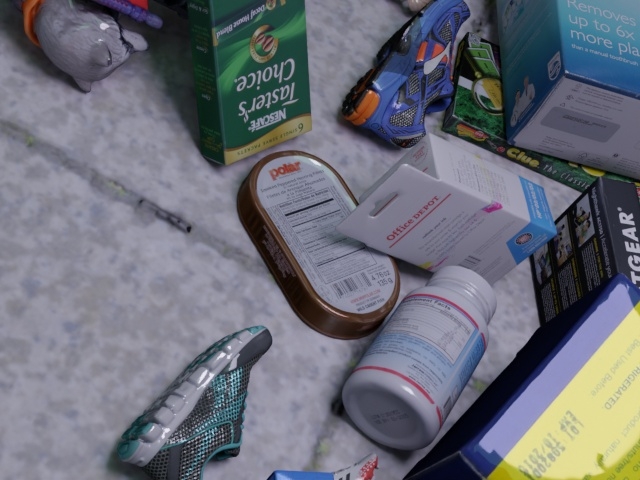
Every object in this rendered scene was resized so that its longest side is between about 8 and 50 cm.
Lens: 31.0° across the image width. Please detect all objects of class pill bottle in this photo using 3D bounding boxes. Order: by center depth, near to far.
[{"bbox_3d":[0.091,0.096,0.993,0.087,0.087,0.160,38,51,1],"label":"pill bottle"}]

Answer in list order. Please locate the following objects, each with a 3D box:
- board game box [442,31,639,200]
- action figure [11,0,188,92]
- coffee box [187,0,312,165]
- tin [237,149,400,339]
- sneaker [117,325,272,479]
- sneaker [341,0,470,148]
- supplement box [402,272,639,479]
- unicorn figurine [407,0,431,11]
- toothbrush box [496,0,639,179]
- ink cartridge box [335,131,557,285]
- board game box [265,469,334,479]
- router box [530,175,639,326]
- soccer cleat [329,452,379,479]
[{"bbox_3d":[0.261,-0.123,1.257,0.259,0.030,0.136,22,54,-11],"label":"board game box"},{"bbox_3d":[-0.198,-0.284,1.101,0.341,0.178,0.330,28,51,-45],"label":"action figure"},{"bbox_3d":[-0.062,-0.170,1.045,0.113,0.184,0.040,-25,36,-37],"label":"coffee box"},{"bbox_3d":[0.000,0.000,1.048,0.106,0.040,0.190,-19,68,-38],"label":"tin"},{"bbox_3d":[-0.085,0.135,0.912,0.076,0.065,0.166,50,54,-9],"label":"sneaker"},{"bbox_3d":[0.102,-0.173,1.192,0.087,0.083,0.221,43,56,-12],"label":"sneaker"},{"bbox_3d":[0.269,0.234,0.890,0.356,0.195,0.194,44,71,7],"label":"supplement box"},{"bbox_3d":[0.066,-0.312,1.266,0.162,0.060,0.111,37,47,4],"label":"unicorn figurine"},{"bbox_3d":[0.314,-0.226,1.251,0.216,0.126,0.296,14,53,-16],"label":"toothbrush box"},{"bbox_3d":[0.109,-0.029,1.042,0.181,0.104,0.062,22,43,-30],"label":"ink cartridge box"},{"bbox_3d":[-0.029,0.281,0.769,0.047,0.160,0.210,7,57,-22],"label":"board game box"},{"bbox_3d":[0.255,0.051,1.071,0.046,0.133,0.179,9,56,-19],"label":"router box"},{"bbox_3d":[0.016,0.195,0.931,0.035,0.029,0.083,45,56,2],"label":"soccer cleat"}]
